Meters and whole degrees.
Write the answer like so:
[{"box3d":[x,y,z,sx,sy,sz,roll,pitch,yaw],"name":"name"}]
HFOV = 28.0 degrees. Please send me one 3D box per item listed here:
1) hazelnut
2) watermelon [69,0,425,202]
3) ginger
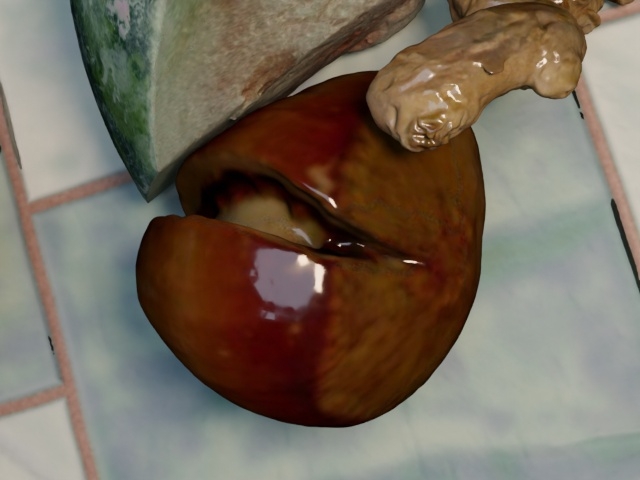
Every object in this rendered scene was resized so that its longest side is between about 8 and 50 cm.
[{"box3d":[0.000,0.000,0.852,0.217,0.217,0.251,29,68,12],"name":"hazelnut"},{"box3d":[-0.038,-0.198,0.874,0.387,0.258,0.228,-65,36,35],"name":"watermelon"},{"box3d":[0.123,-0.143,0.828,0.122,0.290,0.084,35,131,4],"name":"ginger"}]
